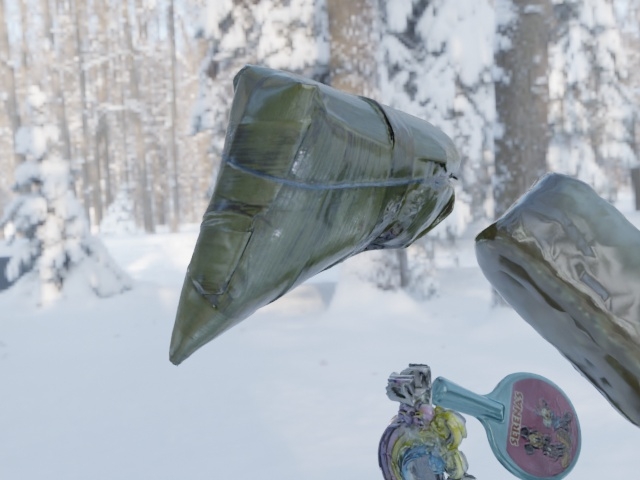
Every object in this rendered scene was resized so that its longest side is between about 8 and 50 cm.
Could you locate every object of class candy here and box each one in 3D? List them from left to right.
[{"bbox_3d":[0.246,0.053,0.836,0.104,0.234,0.102,-40,-13,-24],"label":"candy"}]

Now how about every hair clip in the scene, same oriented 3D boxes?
[{"bbox_3d":[0.102,0.200,0.888,0.049,0.172,0.116,-20,7,-38],"label":"hair clip"}]

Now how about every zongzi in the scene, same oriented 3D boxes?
[{"bbox_3d":[0.000,0.000,0.889,0.251,0.274,0.125,12,10,-40],"label":"zongzi"}]

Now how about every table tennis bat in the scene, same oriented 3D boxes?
[{"bbox_3d":[0.254,0.241,1.311,0.244,0.153,0.040,23,-29,-17],"label":"table tennis bat"}]
